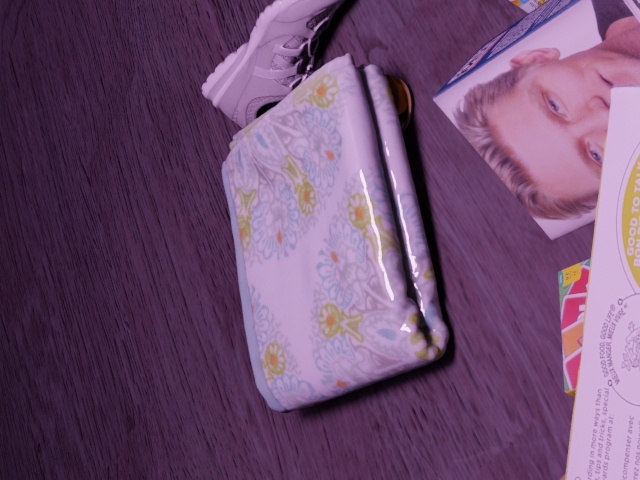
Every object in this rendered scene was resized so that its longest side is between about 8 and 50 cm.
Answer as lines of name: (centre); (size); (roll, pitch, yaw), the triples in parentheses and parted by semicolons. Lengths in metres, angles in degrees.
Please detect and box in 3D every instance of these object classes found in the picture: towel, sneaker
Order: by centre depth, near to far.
towel: (0.000, 0.000, 1.550); (0.320, 0.090, 0.374); (-31, 68, 54)
sneaker: (-0.036, -0.244, 1.676); (0.115, 0.105, 0.281); (50, 132, 3)

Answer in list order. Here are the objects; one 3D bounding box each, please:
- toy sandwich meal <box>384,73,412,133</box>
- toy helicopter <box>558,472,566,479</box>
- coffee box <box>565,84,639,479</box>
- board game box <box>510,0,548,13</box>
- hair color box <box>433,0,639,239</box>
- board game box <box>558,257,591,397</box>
toy sandwich meal: (0.078, -0.159, 1.521); (0.085, 0.029, 0.086); (-8, 80, 57)
toy helicopter: (0.216, 0.387, 1.176); (0.235, 0.140, 0.355); (15, 87, 63)
coffee box: (0.382, 0.090, 0.746); (0.334, 0.337, 0.338); (11, 96, 57)
board game box: (0.293, -0.290, 1.059); (0.275, 0.142, 0.144); (-31, 39, 51)
hair color box: (0.268, -0.142, 1.013); (0.174, 0.105, 0.347); (49, 143, -8)
board game box: (0.313, 0.042, 1.073); (0.259, 0.039, 0.124); (-25, 49, 39)
